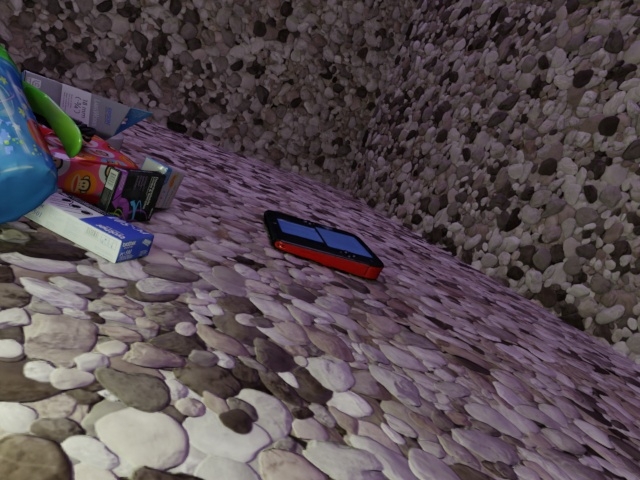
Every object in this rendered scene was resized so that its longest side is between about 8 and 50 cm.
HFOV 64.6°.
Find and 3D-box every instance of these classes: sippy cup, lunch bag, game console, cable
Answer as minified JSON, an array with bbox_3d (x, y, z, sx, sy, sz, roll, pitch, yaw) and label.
[{"bbox_3d":[-0.526,-0.147,0.760,0.224,0.305,0.240,55,-22,7],"label":"sippy cup"},{"bbox_3d":[-0.585,-0.183,1.126,0.293,0.120,0.258,30,14,32],"label":"lunch bag"},{"bbox_3d":[0.000,0.000,1.570,0.341,0.060,0.386,20,11,-15],"label":"game console"},{"bbox_3d":[-0.569,-0.255,1.060,0.184,0.047,0.150,24,2,-27],"label":"cable"}]

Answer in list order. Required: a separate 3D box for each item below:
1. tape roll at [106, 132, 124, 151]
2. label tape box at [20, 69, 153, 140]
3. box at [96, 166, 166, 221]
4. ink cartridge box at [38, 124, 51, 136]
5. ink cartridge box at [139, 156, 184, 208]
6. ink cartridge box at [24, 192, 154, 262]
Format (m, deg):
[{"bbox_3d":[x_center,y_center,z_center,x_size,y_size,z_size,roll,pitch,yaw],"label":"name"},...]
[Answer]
[{"bbox_3d":[-0.845,-0.375,1.654,0.391,0.072,0.392,21,12,-4],"label":"tape roll"},{"bbox_3d":[-0.658,-0.309,1.352,0.240,0.106,0.333,-10,-14,41],"label":"label tape box"},{"bbox_3d":[-0.403,-0.095,1.081,0.029,0.116,0.162,27,12,12],"label":"box"},{"bbox_3d":[-0.656,-0.212,0.959,0.134,0.078,0.231,26,44,17],"label":"ink cartridge box"},{"bbox_3d":[-0.402,-0.139,1.272,0.061,0.105,0.181,27,2,0],"label":"ink cartridge box"},{"bbox_3d":[-0.417,-0.027,0.915,0.207,0.046,0.097,25,12,12],"label":"ink cartridge box"}]
